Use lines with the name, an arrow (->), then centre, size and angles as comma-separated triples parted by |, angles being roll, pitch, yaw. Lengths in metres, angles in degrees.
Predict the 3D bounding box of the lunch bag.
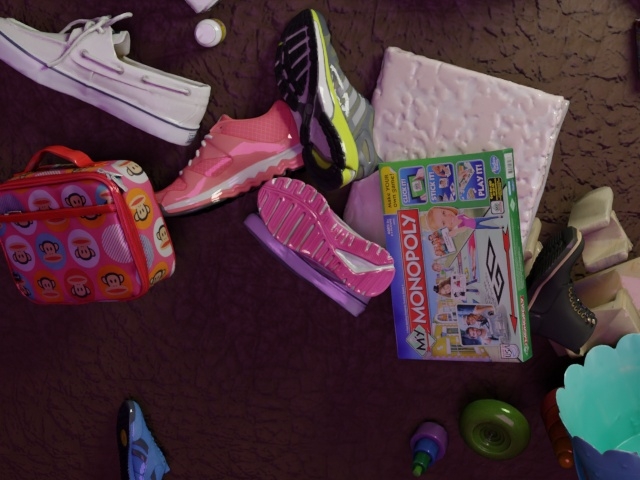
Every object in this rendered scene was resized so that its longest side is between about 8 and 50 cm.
lunch bag -> -0.395, -0.030, 1.458 | 0.293, 0.120, 0.258 | -4, 110, 28

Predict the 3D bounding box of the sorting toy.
sorting toy -> 0.305, 0.350, 1.511 | 0.365, 0.126, 0.127 | -17, 111, 31

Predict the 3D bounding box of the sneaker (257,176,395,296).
sneaker -> 0.000, 0.000, 1.432 | 0.252, 0.111, 0.103 | 42, 83, 0

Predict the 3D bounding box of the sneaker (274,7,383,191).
sneaker -> 0.016, -0.225, 1.432 | 0.111, 0.121, 0.300 | -19, 82, 44

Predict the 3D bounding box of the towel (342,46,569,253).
towel -> 0.201, -0.110, 1.425 | 0.317, 0.053, 0.332 | 22, 107, 27

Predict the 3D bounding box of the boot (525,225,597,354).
boot -> 0.385, 0.079, 1.371 | 0.137, 0.077, 0.198 | 26, 130, -2

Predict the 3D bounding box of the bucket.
bucket -> 0.497, 0.283, 1.311 | 0.281, 0.281, 0.183 | -21, 112, 7

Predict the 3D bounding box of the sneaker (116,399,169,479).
sneaker -> -0.326, 0.391, 1.651 | 0.082, 0.069, 0.209 | -8, 98, -30

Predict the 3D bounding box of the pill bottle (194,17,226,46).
pill bottle -> -0.176, -0.331, 1.425 | 0.043, 0.083, 0.043 | 0, 106, 1

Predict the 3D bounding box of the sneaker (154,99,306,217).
sneaker -> -0.161, -0.133, 1.484 | 0.314, 0.116, 0.136 | -22, 89, 4

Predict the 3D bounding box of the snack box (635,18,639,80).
snack box -> 0.581, -0.314, 1.430 | 0.141, 0.037, 0.100 | -9, 105, 4

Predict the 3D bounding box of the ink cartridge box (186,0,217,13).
ink cartridge box -> -0.197, -0.520, 1.353 | 0.211, 0.121, 0.289 | -39, 101, 11

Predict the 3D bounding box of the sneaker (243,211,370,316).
sneaker -> -0.012, 0.022, 1.527 | 0.258, 0.094, 0.091 | 38, 84, -12

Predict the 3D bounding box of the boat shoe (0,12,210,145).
boat shoe -> -0.342, -0.296, 1.415 | 0.367, 0.136, 0.156 | 26, 105, -8

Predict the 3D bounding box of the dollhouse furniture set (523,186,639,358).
dollhouse furniture set -> 0.552, 0.065, 1.482 | 0.394, 0.256, 0.362 | -26, 104, 30

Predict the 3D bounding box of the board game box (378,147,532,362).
board game box -> 0.206, 0.027, 1.383 | 0.213, 0.046, 0.317 | -4, 96, 33
